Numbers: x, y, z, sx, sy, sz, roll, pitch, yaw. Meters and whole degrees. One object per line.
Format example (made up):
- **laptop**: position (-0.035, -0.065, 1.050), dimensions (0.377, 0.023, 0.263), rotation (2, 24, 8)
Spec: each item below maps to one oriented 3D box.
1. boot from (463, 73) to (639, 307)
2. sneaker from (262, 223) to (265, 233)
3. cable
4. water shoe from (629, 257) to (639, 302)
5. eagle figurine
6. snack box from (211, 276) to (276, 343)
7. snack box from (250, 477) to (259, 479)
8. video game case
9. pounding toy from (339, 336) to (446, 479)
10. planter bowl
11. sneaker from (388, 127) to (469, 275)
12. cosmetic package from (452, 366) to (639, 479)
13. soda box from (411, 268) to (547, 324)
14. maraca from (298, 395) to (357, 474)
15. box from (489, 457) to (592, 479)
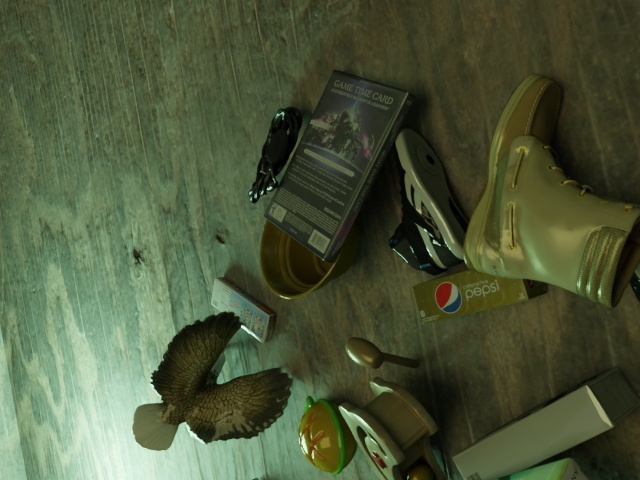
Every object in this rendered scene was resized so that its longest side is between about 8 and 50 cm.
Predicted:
- **boot**: position (0.298, -0.066, 0.791), dimensions (0.203, 0.095, 0.262), rotation (18, 89, 44)
- **sneaker**: position (-0.060, 0.033, 1.220), dimensions (0.152, 0.054, 0.061), rotation (50, 136, 35)
- **cable**: position (-0.080, -0.152, 1.171), dimensions (0.150, 0.047, 0.184), rotation (129, 157, -60)
- **water shoe**: position (0.433, 0.084, 0.741), dimensions (0.080, 0.073, 0.203), rotation (-34, 56, 3)
- **eagle figurine**: position (-0.230, 0.292, 1.330), dimensions (0.298, 0.226, 0.225), rotation (-34, 52, 47)
- **snack box**: position (-0.160, 0.139, 1.348), dimensions (0.178, 0.022, 0.064), rotation (29, 115, 38)
- **snack box**: position (-0.113, 0.575, 1.359), dimensions (0.141, 0.037, 0.100), rotation (37, 122, 34)
- **video game case**: position (0.021, -0.124, 1.043), dimensions (0.196, 0.026, 0.274), rotation (35, 100, 50)
- **pounding toy**: position (0.135, 0.266, 0.989), dimensions (0.154, 0.155, 0.269), rotation (27, 147, 56)
- **planter bowl**: position (0.000, 0.000, 1.104), dimensions (0.217, 0.090, 0.217), rotation (-22, 58, 41)
- **sneaker**: position (0.135, -0.048, 0.991), dimensions (0.121, 0.079, 0.216), rotation (-36, 72, 41)
- **cosmetic package**: position (0.292, 0.252, 0.873), dimensions (0.239, 0.099, 0.060), rotation (-46, 63, 38)
- **soda box**: position (0.221, 0.069, 0.940), dimensions (0.181, 0.058, 0.061), rotation (-22, 81, 44)
- **maraca**: position (0.006, 0.340, 1.171), dimensions (0.186, 0.099, 0.127), rotation (176, 92, -70)
- **box**: position (0.275, 0.412, 0.850), dimensions (0.232, 0.058, 0.322), rotation (46, 138, 2)
